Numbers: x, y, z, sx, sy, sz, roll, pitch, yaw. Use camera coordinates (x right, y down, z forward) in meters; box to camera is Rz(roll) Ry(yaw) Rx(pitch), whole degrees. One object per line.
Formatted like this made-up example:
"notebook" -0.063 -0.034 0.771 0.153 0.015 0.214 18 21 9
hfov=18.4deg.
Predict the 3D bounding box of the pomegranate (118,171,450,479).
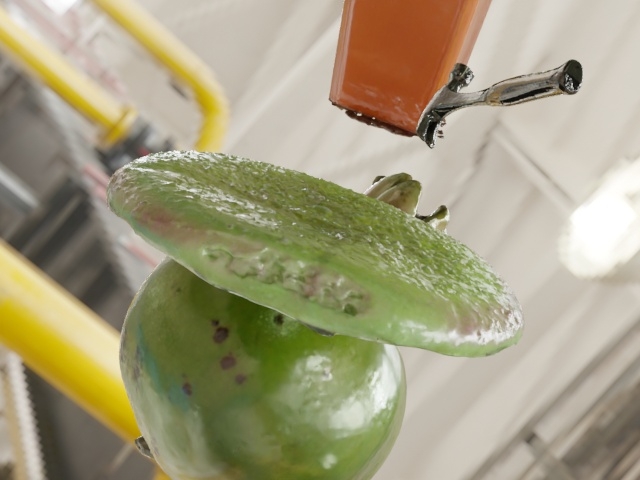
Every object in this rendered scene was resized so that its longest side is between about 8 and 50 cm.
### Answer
"pomegranate" -0.012 0.075 1.521 0.302 0.236 0.236 -41 -156 -10

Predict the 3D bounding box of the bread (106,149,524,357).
"bread" 0.003 0.000 1.326 0.045 0.301 0.301 -69 -158 13

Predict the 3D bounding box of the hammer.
"hammer" 0.133 -0.108 1.489 0.078 0.021 0.201 -55 -160 -17

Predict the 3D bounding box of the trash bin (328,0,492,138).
"trash bin" 0.110 -0.232 1.954 0.161 0.184 0.239 -54 160 -57
